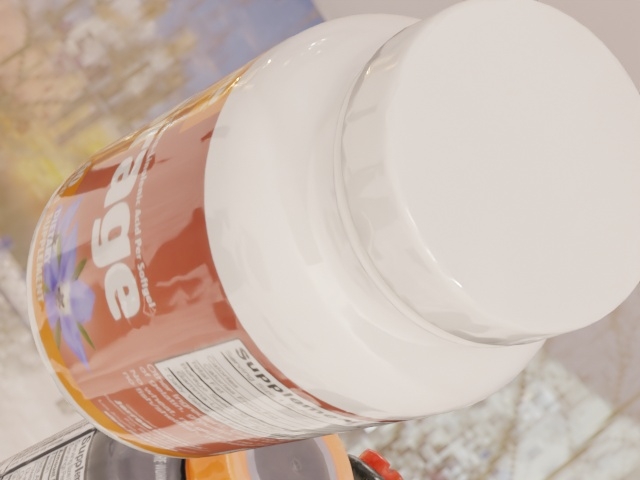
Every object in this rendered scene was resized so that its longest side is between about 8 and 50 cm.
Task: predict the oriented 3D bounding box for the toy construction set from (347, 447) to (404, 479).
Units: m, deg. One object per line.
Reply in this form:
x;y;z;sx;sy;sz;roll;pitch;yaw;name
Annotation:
0.071;0.238;0.930;0.328;0.151;0.215;13;-28;34;toy construction set

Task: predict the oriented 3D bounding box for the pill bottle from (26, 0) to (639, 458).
0.000;0.000;0.516;0.121;0.121;0.216;55;-33;-9;pill bottle

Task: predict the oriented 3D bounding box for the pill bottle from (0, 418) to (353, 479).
-0.099;0.152;0.830;0.130;0.246;0.130;31;45;-37;pill bottle
